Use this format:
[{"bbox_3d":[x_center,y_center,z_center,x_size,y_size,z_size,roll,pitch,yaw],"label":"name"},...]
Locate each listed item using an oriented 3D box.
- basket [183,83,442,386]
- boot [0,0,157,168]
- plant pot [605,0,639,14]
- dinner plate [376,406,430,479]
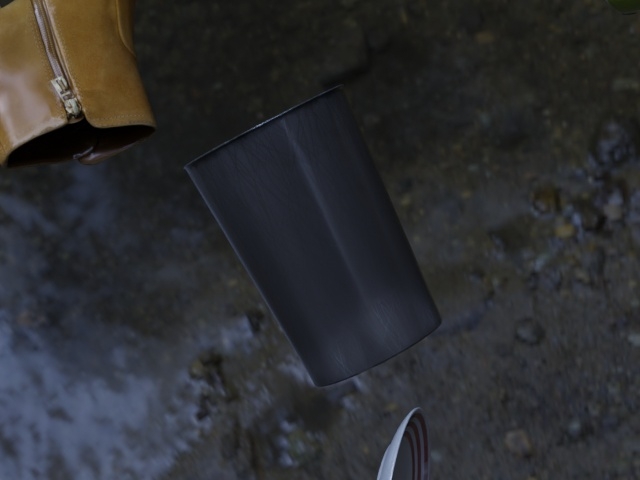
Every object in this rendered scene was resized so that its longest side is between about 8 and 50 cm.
[{"bbox_3d":[0.000,0.000,1.380,0.154,0.204,0.227,-28,94,-15],"label":"basket"},{"bbox_3d":[-0.191,-0.180,1.397,0.295,0.104,0.211,-25,70,-24],"label":"boot"},{"bbox_3d":[0.319,-0.339,1.412,0.227,0.207,0.228,-12,32,-2],"label":"plant pot"},{"bbox_3d":[0.050,0.178,1.018,0.017,0.141,0.141,4,59,15],"label":"dinner plate"}]
